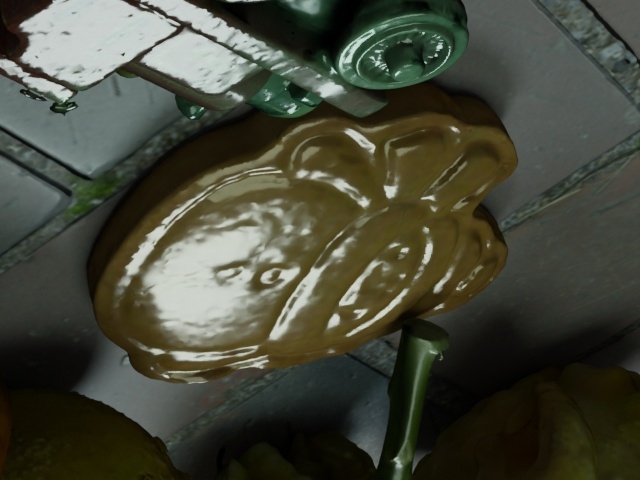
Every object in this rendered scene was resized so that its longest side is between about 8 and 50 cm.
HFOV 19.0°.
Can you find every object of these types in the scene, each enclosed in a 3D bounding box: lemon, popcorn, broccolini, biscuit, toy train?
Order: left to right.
[{"bbox_3d":[-0.234,0.231,1.479,0.263,0.236,0.236,-25,153,-34],"label":"lemon"},{"bbox_3d":[-0.053,-0.154,1.134,0.221,0.150,0.304,-28,150,28],"label":"toy train"},{"bbox_3d":[-0.034,0.265,1.716,0.169,0.218,0.189,27,117,4],"label":"popcorn"},{"bbox_3d":[0.000,0.000,1.452,0.351,0.057,0.312,-6,145,-24],"label":"biscuit"},{"bbox_3d":[0.075,0.249,1.604,0.074,0.079,0.392,6,117,-3],"label":"broccolini"},{"bbox_3d":[0.217,0.282,1.715,0.349,0.349,0.381,-34,161,17],"label":"popcorn"}]

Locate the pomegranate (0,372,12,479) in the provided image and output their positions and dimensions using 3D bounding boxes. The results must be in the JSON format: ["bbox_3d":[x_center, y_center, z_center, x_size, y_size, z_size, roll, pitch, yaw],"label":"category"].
[{"bbox_3d":[-0.328,0.123,1.284,0.248,0.248,0.248,-16,147,-11],"label":"pomegranate"}]
